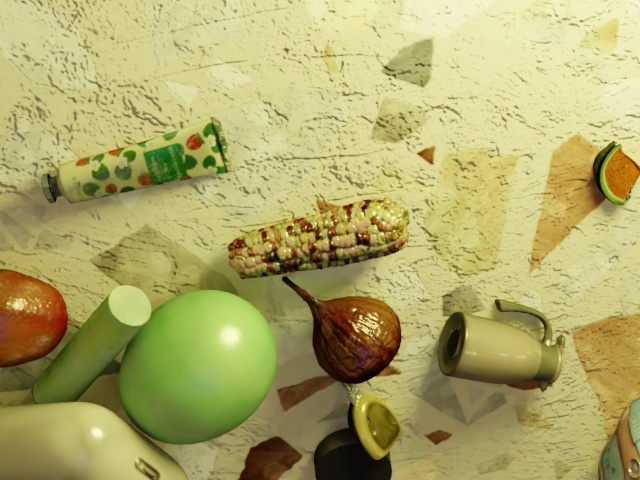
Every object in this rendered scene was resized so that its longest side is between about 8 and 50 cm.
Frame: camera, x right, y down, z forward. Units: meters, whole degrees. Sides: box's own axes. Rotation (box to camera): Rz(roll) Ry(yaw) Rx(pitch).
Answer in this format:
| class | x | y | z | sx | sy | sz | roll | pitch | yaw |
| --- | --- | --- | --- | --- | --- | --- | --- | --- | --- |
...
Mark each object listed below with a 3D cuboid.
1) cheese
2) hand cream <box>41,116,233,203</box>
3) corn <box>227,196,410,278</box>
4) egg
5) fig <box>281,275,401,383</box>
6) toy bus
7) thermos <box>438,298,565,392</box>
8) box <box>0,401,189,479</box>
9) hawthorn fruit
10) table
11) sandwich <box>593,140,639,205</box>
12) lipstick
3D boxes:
| class | x | y | z | sx | sy | sz | roll | pitch | yaw |
| --- | --- | --- | --- | --- | --- | --- | --- | --- | --- |
| cheese | 0.072 | 0.280 | 2.005 | 0.036 | 0.086 | 0.162 | -18 | 110 | 50 |
| hand cream | -0.270 | -0.109 | 1.771 | 0.276 | 0.059 | 0.095 | -15 | 121 | 0 |
| corn | 0.000 | 0.000 | 1.832 | 0.280 | 0.092 | 0.092 | -12 | 119 | 9 |
| egg | -0.191 | 0.196 | 1.849 | 0.269 | 0.220 | 0.220 | -35 | 116 | 27 |
| fig | 0.028 | 0.122 | 1.880 | 0.146 | 0.134 | 0.201 | -39 | 106 | 7 |
| toy bus | 0.597 | 0.409 | 2.041 | 0.294 | 0.197 | 0.232 | 29 | 124 | -20 |
| thermos | 0.301 | 0.167 | 1.939 | 0.193 | 0.105 | 0.137 | 12 | 87 | -14 |
| box | -0.392 | 0.365 | 1.902 | 0.349 | 0.141 | 0.289 | -9 | 139 | 38 |
| hawthorn fruit | -0.448 | 0.120 | 1.844 | 0.203 | 0.162 | 0.162 | -2 | 121 | -25 |
| table | 0.055 | 0.387 | 2.071 | 0.133 | 0.043 | 0.133 | -1 | 119 | -3 |
| sandwich | 0.450 | -0.100 | 1.833 | 0.069 | 0.026 | 0.101 | -41 | 117 | 13 |
| lipstick | -0.357 | 0.175 | 1.857 | 0.076 | 0.076 | 0.304 | 29 | 135 | -18 |
